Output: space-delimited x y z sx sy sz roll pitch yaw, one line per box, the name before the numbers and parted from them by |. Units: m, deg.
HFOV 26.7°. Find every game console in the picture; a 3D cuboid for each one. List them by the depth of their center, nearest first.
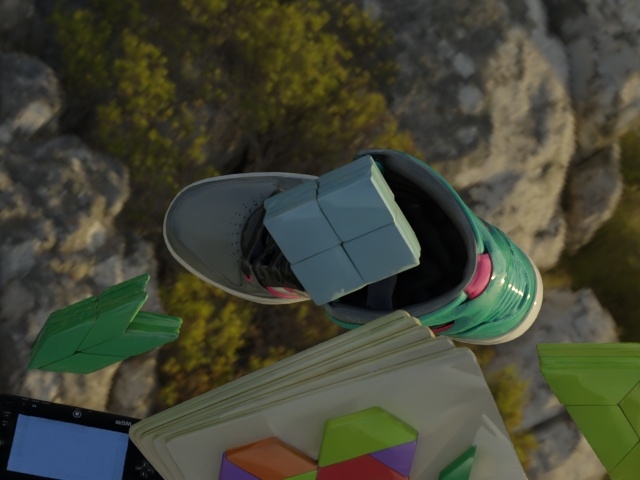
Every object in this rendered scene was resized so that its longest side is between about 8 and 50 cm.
game console | -0.321 0.180 1.308 0.361 0.044 0.213 13 60 -10

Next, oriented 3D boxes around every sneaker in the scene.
sneaker | 0.000 0.000 0.947 0.178 0.295 0.124 40 63 -69

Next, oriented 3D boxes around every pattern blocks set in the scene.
pattern blocks set | 0.021 0.123 0.588 0.325 0.285 0.026 48 22 -27
